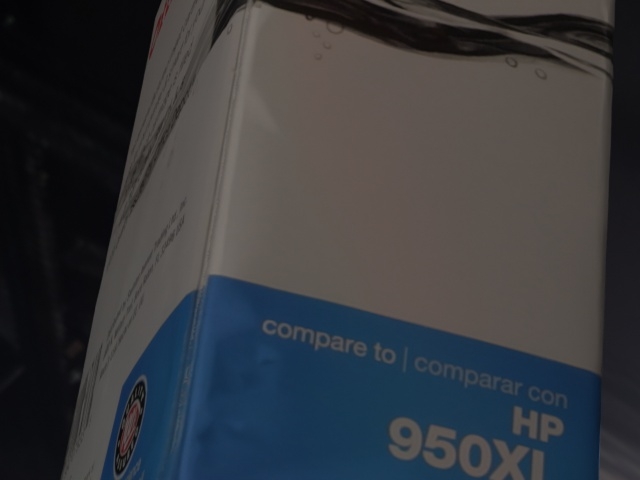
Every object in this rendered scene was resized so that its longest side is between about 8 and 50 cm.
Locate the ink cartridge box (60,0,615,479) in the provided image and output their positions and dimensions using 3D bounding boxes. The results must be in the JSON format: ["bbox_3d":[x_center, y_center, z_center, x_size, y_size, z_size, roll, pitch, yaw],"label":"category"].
[{"bbox_3d":[0.000,0.000,0.793,0.166,0.395,0.285,14,-30,-12],"label":"ink cartridge box"}]
